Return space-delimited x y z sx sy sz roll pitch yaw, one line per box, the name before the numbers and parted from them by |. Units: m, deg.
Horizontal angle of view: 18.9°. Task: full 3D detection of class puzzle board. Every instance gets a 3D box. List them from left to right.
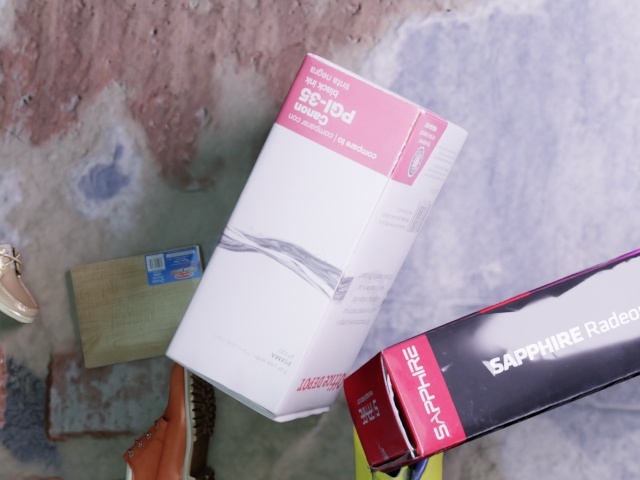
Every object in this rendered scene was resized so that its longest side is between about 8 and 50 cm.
puzzle board | -0.164 0.062 1.787 0.128 0.011 0.096 -10 85 12

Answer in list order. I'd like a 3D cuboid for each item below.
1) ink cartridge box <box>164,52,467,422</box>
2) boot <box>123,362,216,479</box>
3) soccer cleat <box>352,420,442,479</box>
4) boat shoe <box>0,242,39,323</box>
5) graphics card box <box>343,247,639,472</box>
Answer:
ink cartridge box | 0.000 0.000 1.649 0.117 0.207 0.283 27 95 13
boot | -0.141 0.179 1.757 0.084 0.059 0.158 4 91 18
soccer cleat | 0.064 0.237 1.667 0.093 0.121 0.289 0 85 10
boat shoe | -0.307 0.019 1.801 0.045 0.050 0.135 -46 80 14
graphics card box | 0.210 0.076 1.529 0.371 0.233 0.094 -19 83 -9
